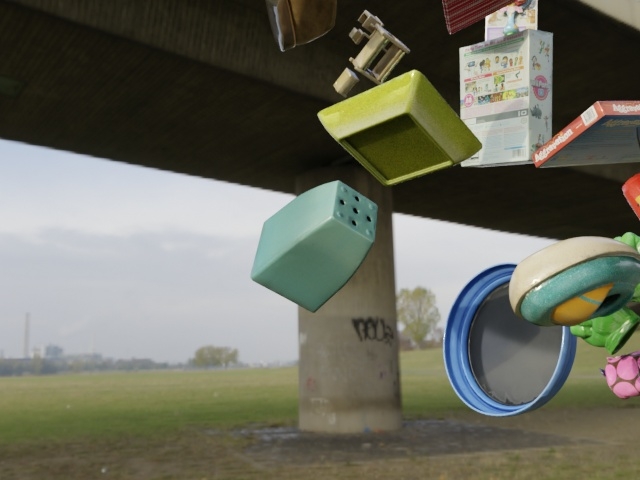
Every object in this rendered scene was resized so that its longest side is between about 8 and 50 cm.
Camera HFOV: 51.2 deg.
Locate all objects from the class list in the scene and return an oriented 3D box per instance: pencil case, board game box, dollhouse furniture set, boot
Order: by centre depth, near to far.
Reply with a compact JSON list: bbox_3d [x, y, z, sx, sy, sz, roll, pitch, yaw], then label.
[{"bbox_3d":[0.475,-0.162,1.019,0.281,0.027,0.145,-6,-21,-26],"label":"board game box"},{"bbox_3d":[-0.044,-0.488,1.150,0.115,0.112,0.305,-18,-48,-10],"label":"boot"},{"bbox_3d":[0.723,0.273,1.448,0.095,0.098,0.209,23,-37,-30],"label":"pencil case"},{"bbox_3d":[0.451,-0.338,1.639,0.097,0.304,0.224,-4,4,-33],"label":"board game box"},{"bbox_3d":[0.116,-0.458,1.696,0.101,0.161,0.182,26,-63,-32],"label":"dollhouse furniture set"}]

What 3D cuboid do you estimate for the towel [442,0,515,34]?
[{"bbox_3d":[0.357,-0.569,1.467,0.198,0.031,0.275,-25,-16,9],"label":"towel"}]

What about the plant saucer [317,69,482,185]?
[{"bbox_3d":[0.118,-0.150,1.011,0.188,0.045,0.188,-16,-40,39],"label":"plant saucer"}]

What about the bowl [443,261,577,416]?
[{"bbox_3d":[0.478,0.253,1.708,0.077,0.391,0.391,16,-18,-32],"label":"bowl"}]

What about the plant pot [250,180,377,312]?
[{"bbox_3d":[0.000,0.000,1.353,0.165,0.166,0.234,30,-45,-21],"label":"plant pot"}]

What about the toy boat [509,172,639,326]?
[{"bbox_3d":[0.453,0.046,1.063,0.267,0.148,0.318,-5,-36,-32],"label":"toy boat"}]

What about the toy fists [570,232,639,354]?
[{"bbox_3d":[0.623,0.113,1.425,0.096,0.142,0.279,-19,-42,-36],"label":"toy fists"}]

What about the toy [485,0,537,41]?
[{"bbox_3d":[0.522,-0.659,1.818,0.136,0.237,0.056,2,-5,11],"label":"toy"}]
